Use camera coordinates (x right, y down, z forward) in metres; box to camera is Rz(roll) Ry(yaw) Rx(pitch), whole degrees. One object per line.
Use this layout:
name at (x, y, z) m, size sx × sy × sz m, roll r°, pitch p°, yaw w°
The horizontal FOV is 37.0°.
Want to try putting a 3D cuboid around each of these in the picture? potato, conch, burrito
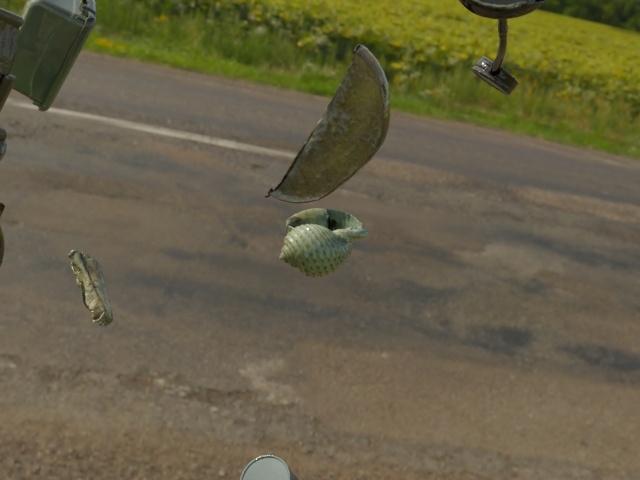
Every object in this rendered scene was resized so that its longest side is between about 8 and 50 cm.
potato at (0.041, -0.144, 1.341) m, size 0.100 × 0.261 × 0.120 m, roll 37°, pitch 28°, yaw 8°
conch at (-0.004, 0.005, 1.678) m, size 0.153 × 0.102 × 0.135 m, roll -5°, pitch 44°, yaw -35°
burrito at (-0.417, 0.087, 1.748) m, size 0.055 × 0.041 × 0.149 m, roll 13°, pitch 50°, yaw -61°

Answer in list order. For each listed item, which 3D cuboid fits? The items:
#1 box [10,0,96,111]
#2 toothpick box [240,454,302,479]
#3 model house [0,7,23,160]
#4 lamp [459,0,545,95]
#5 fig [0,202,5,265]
box at (-0.406, -0.290, 1.401) m, size 0.093 × 0.172 × 0.124 m, roll 25°, pitch 21°, yaw -25°
toothpick box at (-0.078, 0.478, 1.801) m, size 0.101 × 0.101 × 0.153 m, roll 23°, pitch -23°, yaw 32°
model house at (-0.457, -0.209, 1.127) m, size 0.229 × 0.188 × 0.122 m, roll 13°, pitch 26°, yaw -41°
lamp at (0.243, -0.272, 1.199) m, size 0.130 × 0.108 × 0.371 m, roll 37°, pitch 4°, yaw 21°
fig at (-0.509, 0.003, 1.384) m, size 0.109 × 0.154 × 0.103 m, roll 26°, pitch 13°, yaw -30°
